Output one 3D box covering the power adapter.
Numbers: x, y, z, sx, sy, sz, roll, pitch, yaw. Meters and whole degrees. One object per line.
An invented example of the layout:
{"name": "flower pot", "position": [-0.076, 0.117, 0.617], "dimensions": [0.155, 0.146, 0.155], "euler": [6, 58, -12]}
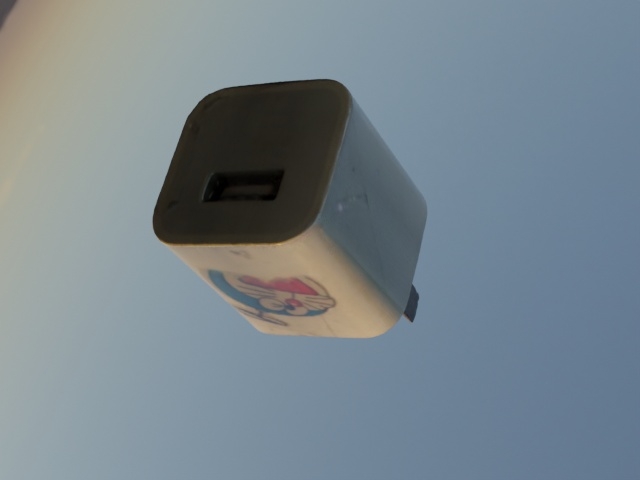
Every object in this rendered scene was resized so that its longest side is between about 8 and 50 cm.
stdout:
{"name": "power adapter", "position": [0.000, 0.000, 0.780], "dimensions": [0.130, 0.205, 0.125], "euler": [-2, -121, 31]}
